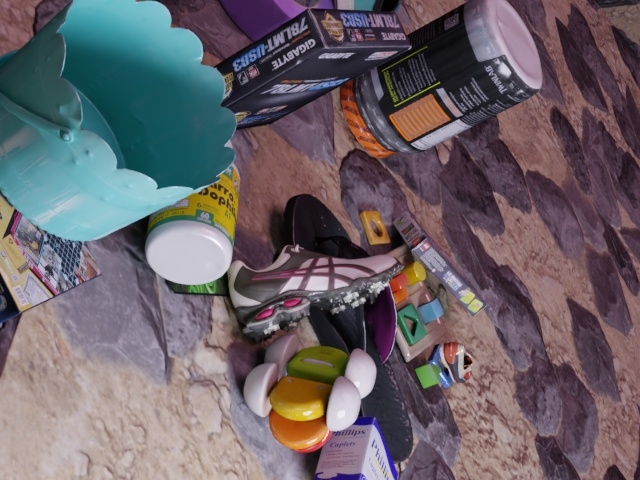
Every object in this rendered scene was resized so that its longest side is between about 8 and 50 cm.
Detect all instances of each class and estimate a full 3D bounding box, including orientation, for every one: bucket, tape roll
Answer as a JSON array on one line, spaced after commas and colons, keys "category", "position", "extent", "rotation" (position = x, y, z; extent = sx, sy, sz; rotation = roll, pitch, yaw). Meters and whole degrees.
[{"category": "bucket", "position": [-0.255, -0.143, 1.495], "extent": [0.281, 0.183, 0.281], "rotation": [35, 41, -38]}, {"category": "tape roll", "position": [-0.090, -0.470, 2.223], "extent": [0.275, 0.090, 0.275], "rotation": [39, 37, -38]}]

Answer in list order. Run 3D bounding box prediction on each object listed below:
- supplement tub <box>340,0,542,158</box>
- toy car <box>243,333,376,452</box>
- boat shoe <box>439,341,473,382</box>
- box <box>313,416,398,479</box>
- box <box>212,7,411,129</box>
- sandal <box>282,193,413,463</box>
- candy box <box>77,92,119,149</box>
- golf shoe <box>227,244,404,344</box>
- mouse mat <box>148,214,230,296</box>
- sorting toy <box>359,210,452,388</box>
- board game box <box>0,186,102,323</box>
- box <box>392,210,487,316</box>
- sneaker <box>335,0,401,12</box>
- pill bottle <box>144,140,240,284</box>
[{"category": "supplement tub", "position": [0.218, -0.292, 2.335], "extent": [0.207, 0.338, 0.207], "rotation": [39, 37, -39]}, {"category": "toy car", "position": [-0.014, 0.223, 1.782], "extent": [0.182, 0.159, 0.136], "rotation": [-54, 150, -58]}, {"category": "boat shoe", "position": [0.247, 0.215, 2.245], "extent": [0.137, 0.043, 0.049], "rotation": [55, 32, -55]}, {"category": "box", "position": [0.052, 0.342, 1.814], "extent": [0.137, 0.072, 0.126], "rotation": [-73, 148, -51]}, {"category": "box", "position": [-0.050, -0.251, 1.905], "extent": [0.295, 0.293, 0.073], "rotation": [-18, 85, -62]}, {"category": "sandal", "position": [0.069, 0.127, 1.988], "extent": [0.167, 0.107, 0.446], "rotation": [-15, 83, -58]}, {"category": "candy box", "position": [-0.298, -0.127, 1.649], "extent": [0.186, 0.053, 0.109], "rotation": [19, 52, -54]}, {"category": "golf shoe", "position": [-0.004, 0.051, 1.844], "extent": [0.272, 0.105, 0.120], "rotation": [-17, 74, -28]}, {"category": "mouse mat", "position": [-0.188, -0.011, 1.791], "extent": [0.152, 0.007, 0.190], "rotation": [7, 63, -57]}, {"category": "sorting toy", "position": [0.160, 0.100, 2.238], "extent": [0.348, 0.047, 0.196], "rotation": [64, 29, -1]}, {"category": "board game box", "position": [-0.367, -0.040, 1.478], "extent": [0.243, 0.042, 0.165], "rotation": [64, 29, -2]}, {"category": "box", "position": [0.220, 0.042, 2.349], "extent": [0.207, 0.036, 0.114], "rotation": [46, 8, -31]}, {"category": "sneaker", "position": [0.090, -0.424, 2.348], "extent": [0.302, 0.121, 0.108], "rotation": [69, 17, -83]}, {"category": "pill bottle", "position": [-0.169, -0.054, 1.724], "extent": [0.117, 0.117, 0.208], "rotation": [42, 35, -35]}]
